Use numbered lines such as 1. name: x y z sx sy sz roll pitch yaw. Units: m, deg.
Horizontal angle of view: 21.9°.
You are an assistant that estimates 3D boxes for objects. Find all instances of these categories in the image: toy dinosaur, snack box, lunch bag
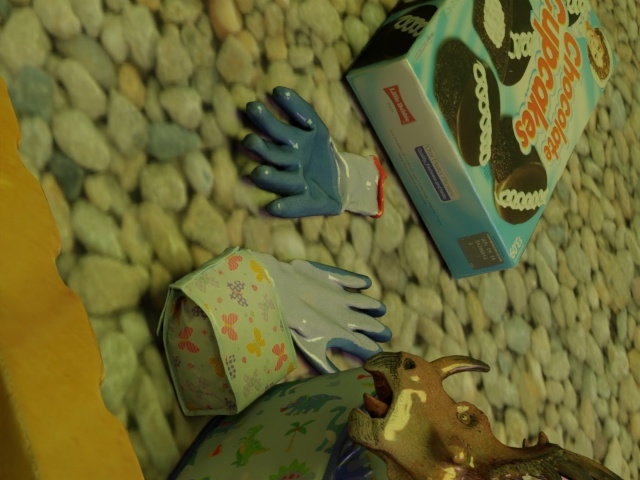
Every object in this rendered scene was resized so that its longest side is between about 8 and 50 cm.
1. toy dinosaur: 0.105 0.208 0.890 0.200 0.127 0.295 -63 143 -32
2. snack box: 0.140 -0.136 1.320 0.187 0.060 0.322 60 37 -22
3. lunch bag: -0.011 0.136 0.942 0.151 0.129 0.096 -26 99 -56
4. lunch bag: -0.058 0.052 0.975 0.071 0.053 0.083 -36 118 -52

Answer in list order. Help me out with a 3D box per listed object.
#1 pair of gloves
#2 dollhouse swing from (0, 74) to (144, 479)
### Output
1. pair of gloves: 0.000 0.000 1.103 0.159 0.023 0.198 20 61 -51
2. dollhouse swing: -0.104 0.105 0.560 0.315 0.305 0.347 26 31 -48
